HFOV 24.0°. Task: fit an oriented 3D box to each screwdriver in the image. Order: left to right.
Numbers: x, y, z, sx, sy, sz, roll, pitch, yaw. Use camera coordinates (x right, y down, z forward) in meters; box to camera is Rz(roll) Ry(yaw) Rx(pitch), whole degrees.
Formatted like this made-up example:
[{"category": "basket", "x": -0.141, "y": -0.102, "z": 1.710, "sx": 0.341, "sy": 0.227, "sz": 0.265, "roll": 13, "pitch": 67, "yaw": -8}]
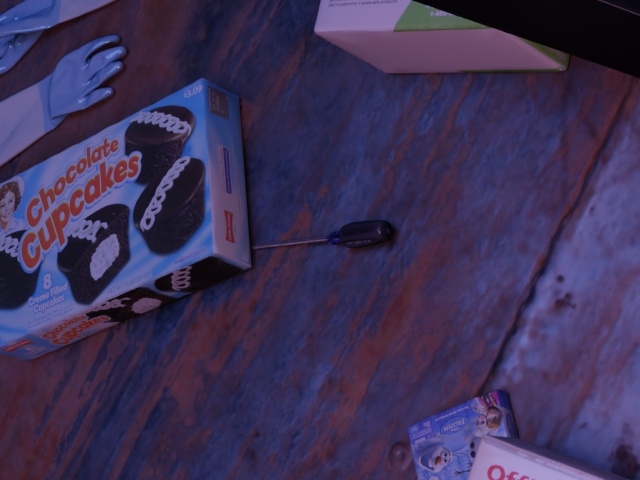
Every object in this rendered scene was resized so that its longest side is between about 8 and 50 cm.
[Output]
[{"category": "screwdriver", "x": 0.000, "y": 0.000, "z": 1.358, "sx": 0.170, "sy": 0.025, "sz": 0.024, "roll": -9, "pitch": 70, "yaw": 48}]

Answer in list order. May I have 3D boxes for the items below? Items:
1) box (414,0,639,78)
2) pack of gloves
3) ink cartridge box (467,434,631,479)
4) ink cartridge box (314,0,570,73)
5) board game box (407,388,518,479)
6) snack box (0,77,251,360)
[{"category": "box", "x": 0.183, "y": -0.244, "z": 1.105, "sx": 0.103, "sy": 0.261, "sz": 0.184, "roll": -15, "pitch": 64, "yaw": 58}, {"category": "pack of gloves", "x": -0.311, "y": -0.212, "z": 1.675, "sx": 0.232, "sy": 0.046, "sz": 0.195, "roll": -27, "pitch": 58, "yaw": 32}, {"category": "ink cartridge box", "x": 0.162, "y": 0.264, "z": 1.061, "sx": 0.158, "sy": 0.092, "sz": 0.218, "roll": 17, "pitch": 85, "yaw": 35}, {"category": "ink cartridge box", "x": 0.125, "y": -0.288, "z": 1.278, "sx": 0.198, "sy": 0.114, "sz": 0.273, "roll": 5, "pitch": 79, "yaw": 41}, {"category": "board game box", "x": 0.117, "y": 0.175, "z": 1.189, "sx": 0.090, "sy": 0.020, "sz": 0.090, "roll": -28, "pitch": 60, "yaw": 30}, {"category": "snack box", "x": -0.210, "y": -0.015, "z": 1.509, "sx": 0.322, "sy": 0.060, "sz": 0.187, "roll": -23, "pitch": 61, "yaw": 33}]
